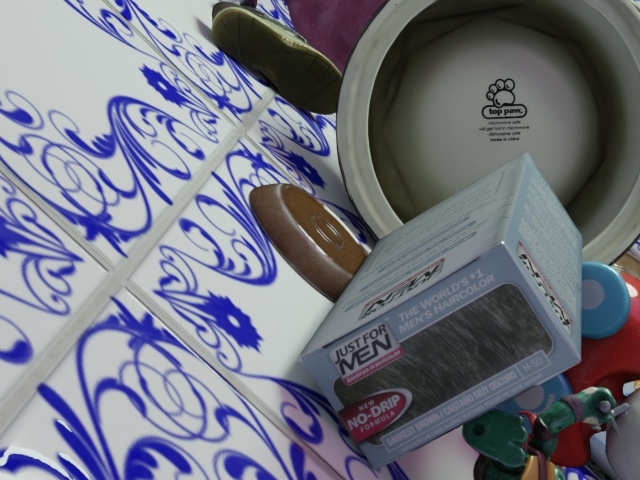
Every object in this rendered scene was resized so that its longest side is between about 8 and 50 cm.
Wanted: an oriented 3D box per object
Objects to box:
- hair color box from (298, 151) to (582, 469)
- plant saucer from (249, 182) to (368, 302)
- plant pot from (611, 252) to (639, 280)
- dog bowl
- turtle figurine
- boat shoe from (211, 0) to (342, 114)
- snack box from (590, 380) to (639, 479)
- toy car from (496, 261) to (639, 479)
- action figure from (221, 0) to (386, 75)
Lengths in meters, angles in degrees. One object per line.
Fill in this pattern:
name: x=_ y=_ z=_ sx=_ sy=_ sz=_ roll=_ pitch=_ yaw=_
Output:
hair color box: x=0.124 y=0.043 z=1.047 sx=0.114 sy=0.185 sz=0.374 roll=57 pitch=18 yaw=-5
plant saucer: x=0.000 y=0.000 z=1.178 sx=0.168 sy=0.029 sz=0.168 roll=42 pitch=16 yaw=-15
plant pot: x=0.403 y=0.119 z=1.679 sx=0.167 sy=0.167 sz=0.165 roll=41 pitch=24 yaw=-15
dog bowl: x=0.210 y=-0.135 z=1.422 sx=0.408 sy=0.408 sz=0.150 roll=44 pitch=-1 yaw=-8
turtle figurine: x=0.180 y=0.207 z=0.989 sx=0.234 sy=0.118 sz=0.175 roll=20 pitch=71 yaw=-54
boat shoe: x=-0.051 y=-0.246 z=1.548 sx=0.223 sy=0.080 sz=0.073 roll=29 pitch=28 yaw=-33
snack box: x=0.351 y=0.167 z=1.389 sx=0.207 sy=0.174 sz=0.070 roll=43 pitch=-21 yaw=-5
toy car: x=0.326 y=0.164 z=1.176 sx=0.238 sy=0.210 sz=0.219 roll=31 pitch=-2 yaw=24
action figure: x=-0.011 y=-0.400 z=1.718 sx=0.370 sy=0.248 sz=0.275 roll=51 pitch=16 yaw=6
